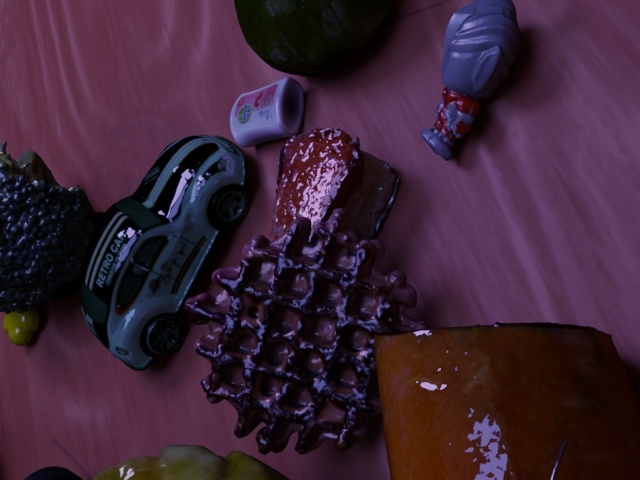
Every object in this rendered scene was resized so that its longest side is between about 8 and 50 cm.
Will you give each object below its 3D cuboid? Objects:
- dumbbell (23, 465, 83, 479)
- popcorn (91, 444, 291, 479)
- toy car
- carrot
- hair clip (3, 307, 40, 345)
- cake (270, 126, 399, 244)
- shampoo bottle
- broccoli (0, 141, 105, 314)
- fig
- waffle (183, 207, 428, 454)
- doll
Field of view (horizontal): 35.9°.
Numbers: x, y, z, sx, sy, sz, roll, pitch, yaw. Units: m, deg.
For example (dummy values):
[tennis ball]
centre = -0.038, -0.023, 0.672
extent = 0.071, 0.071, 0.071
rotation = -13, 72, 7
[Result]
[dumbbell]
centre = -0.280, 0.339, 1.154
extent = 0.191, 0.100, 0.100
rotation = 13, 83, 46
[popcorn]
centre = -0.115, 0.328, 0.854
extent = 0.292, 0.294, 0.334
rotation = -50, 48, 16
[toy car]
centre = -0.205, 0.003, 1.203
extent = 0.136, 0.125, 0.305
rotation = 34, 100, 47
[carrot]
centre = 0.152, 0.187, 0.717
extent = 0.214, 0.193, 0.331
rotation = 129, 142, -57
[hair clip]
centre = -0.435, 0.070, 1.460
extent = 0.072, 0.046, 0.173
rotation = -14, 65, 39
[cake]
centre = 0.014, -0.006, 1.014
extent = 0.117, 0.086, 0.220
rotation = -16, 62, 42
[shampoo bottle]
centre = -0.068, -0.151, 1.188
extent = 0.099, 0.043, 0.072
rotation = -9, 66, 42
[broccoli]
centre = -0.403, -0.024, 1.373
extent = 0.243, 0.247, 0.262
rotation = -102, 18, -51
[fig]
centre = -0.041, -0.305, 1.088
extent = 0.203, 0.235, 0.203
rotation = -20, 57, 34
[waffle]
centre = -0.015, 0.094, 0.949
extent = 0.234, 0.055, 0.221
rotation = -32, 84, 13
[doll]
centre = 0.146, -0.166, 0.965
extent = 0.094, 0.079, 0.180
rotation = -113, 41, -65
